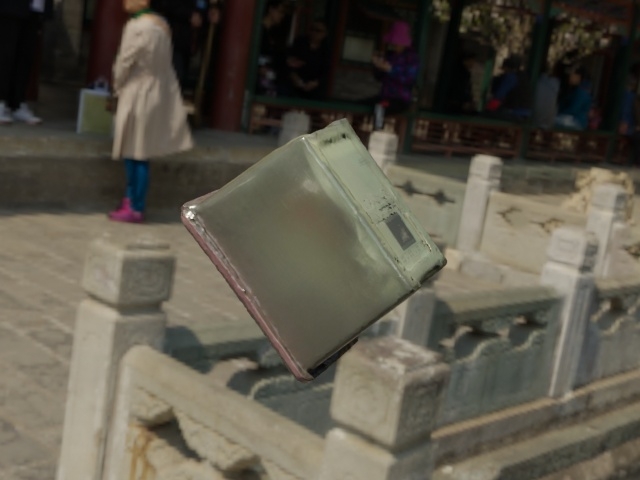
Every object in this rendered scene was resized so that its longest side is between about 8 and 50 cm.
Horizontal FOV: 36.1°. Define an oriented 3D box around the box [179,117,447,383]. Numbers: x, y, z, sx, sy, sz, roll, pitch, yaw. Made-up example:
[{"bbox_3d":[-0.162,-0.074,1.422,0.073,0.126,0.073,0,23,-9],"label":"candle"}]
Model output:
[{"bbox_3d":[0.000,0.000,0.387,0.085,0.063,0.060,54,28,4],"label":"box"}]
